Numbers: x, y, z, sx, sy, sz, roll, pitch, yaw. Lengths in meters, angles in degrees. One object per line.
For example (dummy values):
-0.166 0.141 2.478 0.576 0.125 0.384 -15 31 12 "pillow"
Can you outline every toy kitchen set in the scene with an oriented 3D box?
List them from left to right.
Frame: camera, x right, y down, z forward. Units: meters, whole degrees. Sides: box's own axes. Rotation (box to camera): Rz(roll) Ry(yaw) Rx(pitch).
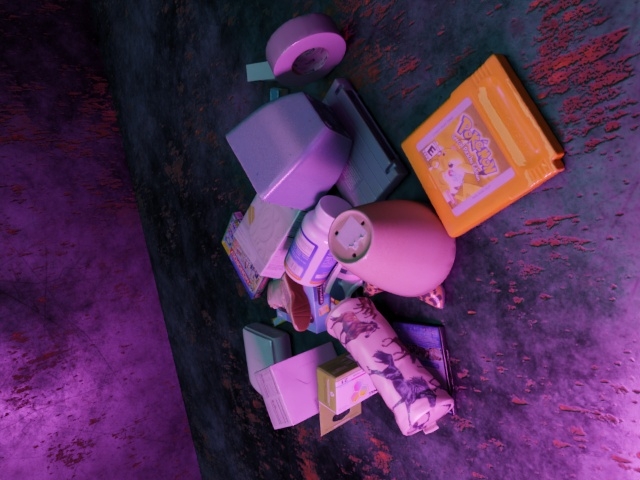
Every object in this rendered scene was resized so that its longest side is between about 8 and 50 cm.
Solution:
-0.141 -0.423 1.605 0.207 0.166 0.122 27 122 46 "toy kitchen set"

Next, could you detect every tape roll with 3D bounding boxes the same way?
-0.042 -0.531 1.393 0.219 0.219 0.072 -42 67 51 "tape roll"

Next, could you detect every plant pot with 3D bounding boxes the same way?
-0.061 -0.265 1.400 0.252 0.247 0.247 -40 66 22 "plant pot"
0.150 0.005 1.204 0.257 0.274 0.256 -7 79 39 "plant pot"

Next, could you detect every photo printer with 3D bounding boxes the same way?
-0.213 0.514 2.058 0.256 0.107 0.307 8 107 52 "photo printer"

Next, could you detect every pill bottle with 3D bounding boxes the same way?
0.000 0.000 1.494 0.152 0.152 0.272 53 134 28 "pill bottle"

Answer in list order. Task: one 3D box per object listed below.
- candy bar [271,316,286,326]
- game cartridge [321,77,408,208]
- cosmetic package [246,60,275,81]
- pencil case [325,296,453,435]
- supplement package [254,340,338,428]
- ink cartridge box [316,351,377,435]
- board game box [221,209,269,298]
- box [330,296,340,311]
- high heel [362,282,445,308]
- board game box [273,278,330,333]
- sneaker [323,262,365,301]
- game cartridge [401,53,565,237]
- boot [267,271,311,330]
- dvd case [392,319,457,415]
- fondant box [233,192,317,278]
-0.154 0.314 1.990 0.161 0.018 0.040 -34 74 51 "candy bar"
0.093 -0.261 1.440 0.354 0.068 0.230 61 145 19 "game cartridge"
-0.139 -0.554 1.620 0.239 0.099 0.060 17 117 50 "cosmetic package"
0.186 0.346 1.388 0.410 0.160 0.183 50 173 29 "pencil case"
-0.058 0.498 1.713 0.145 0.262 0.203 -38 71 52 "supplement package"
0.092 0.495 1.578 0.097 0.189 0.255 16 115 48 "ink cartridge box"
-0.312 0.061 2.095 0.317 0.046 0.213 57 139 25 "board game box"
0.083 0.242 1.641 0.137 0.027 0.093 22 118 48 "box"
0.222 0.149 1.369 0.261 0.093 0.186 -46 61 42 "high heel"
-0.075 0.135 1.774 0.254 0.079 0.335 10 109 52 "board game box"
0.126 0.067 1.490 0.131 0.112 0.319 33 127 8 "sneaker"
0.349 -0.200 1.122 0.324 0.053 0.285 -44 66 51 "game cartridge"
-0.115 0.221 1.721 0.165 0.077 0.213 -33 68 51 "boot"
0.293 0.354 1.403 0.180 0.022 0.252 -4 98 53 "dvd case"
-0.142 -0.073 1.676 0.330 0.096 0.238 -57 47 19 "fondant box"
